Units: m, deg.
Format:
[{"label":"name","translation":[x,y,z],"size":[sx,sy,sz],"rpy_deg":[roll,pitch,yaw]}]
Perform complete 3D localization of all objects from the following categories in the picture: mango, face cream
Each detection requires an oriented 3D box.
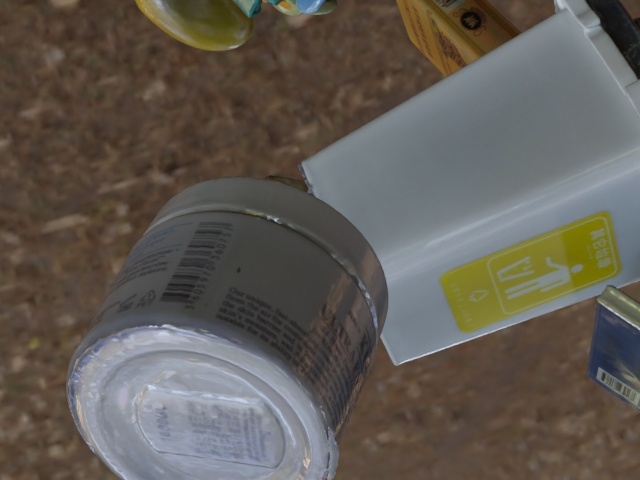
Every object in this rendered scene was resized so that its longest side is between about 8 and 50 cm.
[{"label":"mango","translation":[-0.149,-0.284,1.697],"size":[0.103,0.161,0.076],"rpy_deg":[-53,-165,-3]},{"label":"face cream","translation":[-0.057,0.071,0.931],"size":[0.177,0.153,0.177],"rpy_deg":[10,131,12]}]

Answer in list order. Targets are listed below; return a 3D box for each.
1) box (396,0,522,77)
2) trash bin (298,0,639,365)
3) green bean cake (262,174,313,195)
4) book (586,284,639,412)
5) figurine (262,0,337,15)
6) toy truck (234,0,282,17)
[{"label":"box","translation":[0.212,-0.270,2.017],"size":[0.076,0.274,0.174],"rpy_deg":[-37,148,-4]},{"label":"trash bin","translation":[0.181,-0.065,1.431],"size":[0.368,0.296,0.256],"rpy_deg":[-25,143,3]},{"label":"green bean cake","translation":[0.000,0.000,1.672],"size":[0.179,0.085,0.109],"rpy_deg":[14,135,-15]},{"label":"book","translation":[0.349,0.142,1.417],"size":[0.025,0.191,0.269],"rpy_deg":[-52,162,-12]},{"label":"figurine","translation":[0.005,-0.456,2.164],"size":[0.154,0.180,0.262],"rpy_deg":[5,123,-56]},{"label":"toy truck","translation":[-0.132,-0.346,1.249],"size":[0.178,0.363,0.176],"rpy_deg":[-41,169,-44]}]
